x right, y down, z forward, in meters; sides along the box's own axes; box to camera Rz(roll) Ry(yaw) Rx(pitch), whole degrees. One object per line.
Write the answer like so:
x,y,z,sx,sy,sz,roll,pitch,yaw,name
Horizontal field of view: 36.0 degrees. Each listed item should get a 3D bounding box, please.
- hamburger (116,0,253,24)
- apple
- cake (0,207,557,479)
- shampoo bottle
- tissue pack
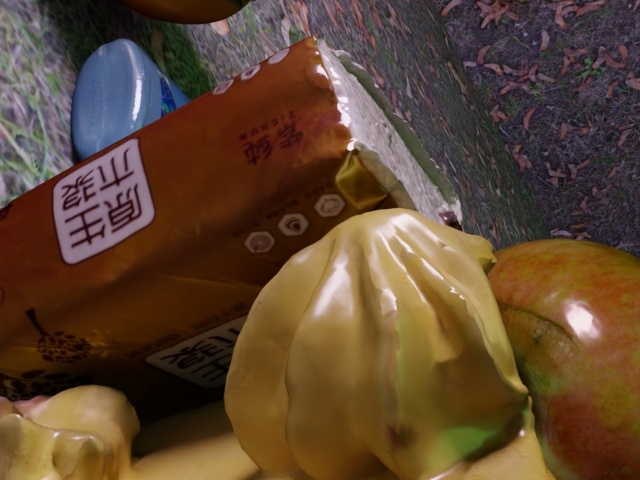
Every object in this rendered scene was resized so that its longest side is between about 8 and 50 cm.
-0.118,-0.268,0.713,0.246,0.170,0.246,38,36,-34,hamburger
0.264,0.164,1.052,0.339,0.339,0.340,54,22,-35,apple
-0.003,0.147,0.386,0.222,0.227,0.286,-81,151,-86,cake
-0.079,-0.032,0.722,0.258,0.061,0.104,46,29,-50,shampoo bottle
-0.050,0.017,0.479,0.183,0.226,0.092,39,30,-57,tissue pack
